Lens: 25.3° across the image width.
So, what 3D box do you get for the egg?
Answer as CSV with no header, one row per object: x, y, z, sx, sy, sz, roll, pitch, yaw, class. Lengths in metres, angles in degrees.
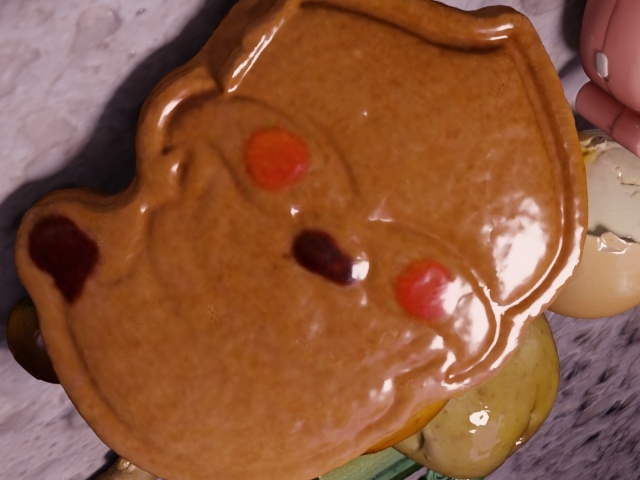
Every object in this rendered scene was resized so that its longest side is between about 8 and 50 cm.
0.307,-0.010,1.625,0.201,0.201,0.244,-27,159,-28,egg

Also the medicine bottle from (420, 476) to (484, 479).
0.163,0.422,2.245,0.309,0.076,0.111,-39,161,-5,medicine bottle

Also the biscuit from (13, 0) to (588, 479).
0.000,0.000,1.088,0.455,0.350,0.078,-45,-161,5,biscuit

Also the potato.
0.169,0.164,1.693,0.285,0.242,0.242,-21,148,-43,potato

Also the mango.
-0.218,0.078,1.178,0.077,0.063,0.127,-39,150,5,mango

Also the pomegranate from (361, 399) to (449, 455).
0.022,0.060,1.269,0.264,0.264,0.264,-33,153,-19,pomegranate

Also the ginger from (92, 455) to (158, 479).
-0.188,0.240,1.480,0.089,0.075,0.288,6,132,-51,ginger

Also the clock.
0.350,-0.240,1.411,0.227,0.142,0.241,-36,144,-14,clock

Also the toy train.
0.084,0.272,1.836,0.307,0.126,0.189,-27,151,-28,toy train
